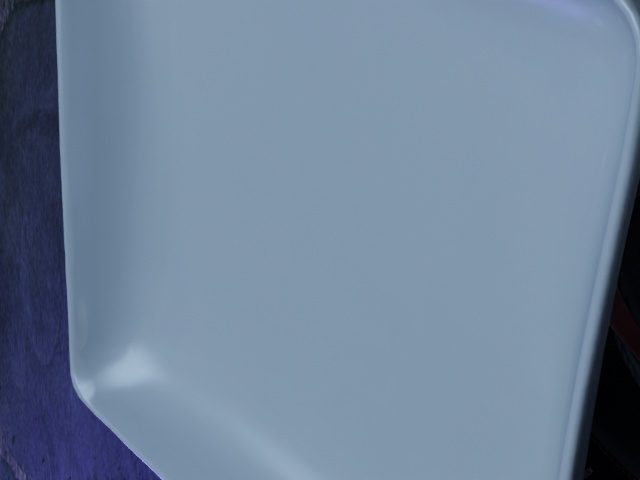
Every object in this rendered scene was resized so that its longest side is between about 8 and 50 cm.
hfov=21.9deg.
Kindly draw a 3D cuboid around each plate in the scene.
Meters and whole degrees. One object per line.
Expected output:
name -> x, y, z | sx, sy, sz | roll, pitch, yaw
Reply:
plate -> 0.000, 0.000, 0.541 | 0.277, 0.045, 0.278 | 36, 134, 42

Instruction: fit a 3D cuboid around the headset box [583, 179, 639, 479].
headset box -> 0.140, 0.018, 0.497 | 0.293, 0.110, 0.218 | 58, 142, 17
